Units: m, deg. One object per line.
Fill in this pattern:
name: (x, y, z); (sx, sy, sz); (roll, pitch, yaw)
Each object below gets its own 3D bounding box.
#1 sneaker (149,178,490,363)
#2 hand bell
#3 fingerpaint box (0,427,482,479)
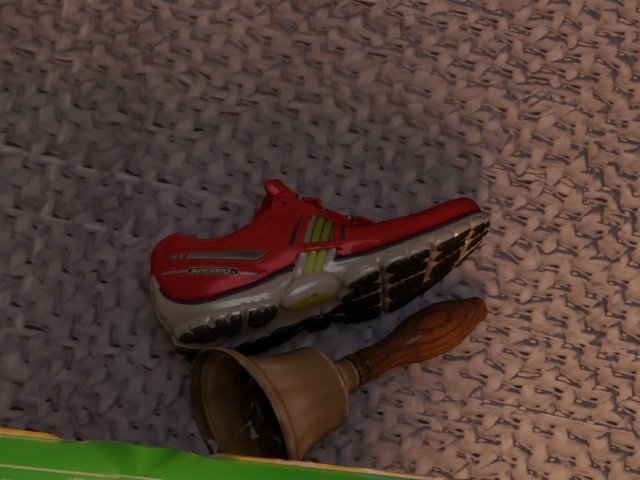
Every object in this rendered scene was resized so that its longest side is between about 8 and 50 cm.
sneaker: (0.000, 0.000, 1.530); (0.279, 0.107, 0.118); (-15, 67, -19)
hand bell: (0.032, 0.096, 1.520); (0.242, 0.126, 0.126); (-24, 79, -32)
fingerpaint box: (-0.147, 0.248, 1.270); (0.444, 0.371, 0.163); (8, 69, -11)
